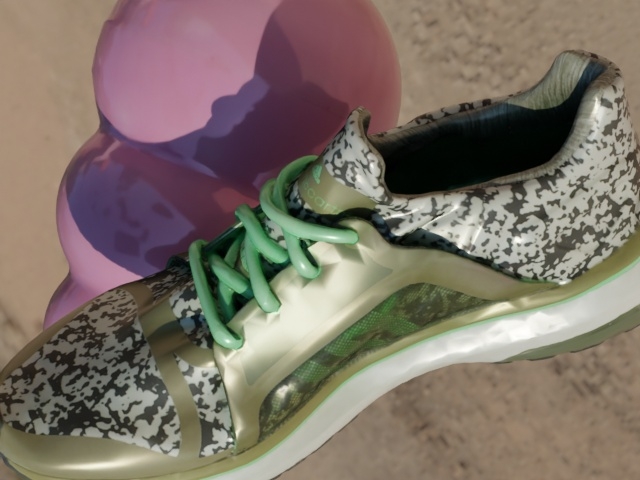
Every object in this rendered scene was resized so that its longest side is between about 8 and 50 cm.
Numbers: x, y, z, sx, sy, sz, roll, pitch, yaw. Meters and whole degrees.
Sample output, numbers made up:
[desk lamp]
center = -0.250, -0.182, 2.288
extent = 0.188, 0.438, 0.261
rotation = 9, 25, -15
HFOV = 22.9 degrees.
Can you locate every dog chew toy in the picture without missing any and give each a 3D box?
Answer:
[dog chew toy]
center = -0.079, -0.028, 1.049
extent = 0.207, 0.332, 0.206
rotation = 22, 180, 0

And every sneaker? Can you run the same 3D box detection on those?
[sneaker]
center = 0.000, 0.000, 0.855
extent = 0.182, 0.410, 0.158
rotation = 74, 171, -48
